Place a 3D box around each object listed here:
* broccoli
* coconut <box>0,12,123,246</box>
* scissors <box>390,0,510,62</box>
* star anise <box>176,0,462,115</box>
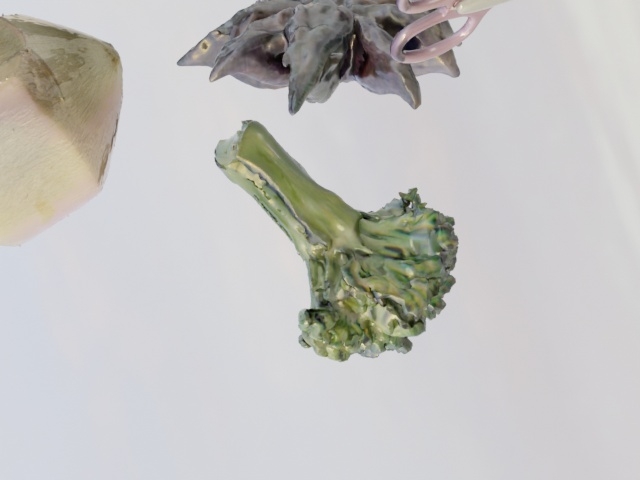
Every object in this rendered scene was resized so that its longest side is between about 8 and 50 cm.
[{"bbox_3d":[-0.002,0.019,1.970,0.275,0.177,0.198,25,-111,-19],"label":"broccoli"},{"bbox_3d":[-0.229,-0.091,1.458,0.171,0.183,0.171,52,-175,-6],"label":"coconut"},{"bbox_3d":[0.117,-0.148,1.072,0.022,0.176,0.085,59,163,27],"label":"scissors"},{"bbox_3d":[0.000,-0.127,1.219,0.204,0.181,0.061,-30,-58,-47],"label":"star anise"}]
